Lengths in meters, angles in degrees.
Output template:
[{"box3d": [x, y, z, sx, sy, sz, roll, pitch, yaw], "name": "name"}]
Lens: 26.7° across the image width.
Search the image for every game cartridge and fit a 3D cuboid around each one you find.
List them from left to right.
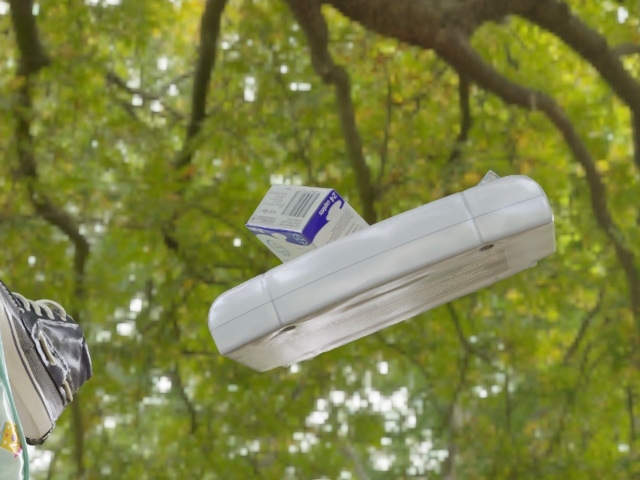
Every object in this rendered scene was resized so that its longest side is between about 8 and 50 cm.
[{"box3d": [0.056, 0.031, 1.149, 0.294, 0.060, 0.196, -22, -11, 5], "name": "game cartridge"}]

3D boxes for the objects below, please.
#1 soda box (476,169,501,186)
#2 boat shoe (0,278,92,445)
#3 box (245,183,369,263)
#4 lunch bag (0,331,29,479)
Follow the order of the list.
[{"box3d": [0.194, -0.027, 1.591, 0.058, 0.183, 0.063, 38, -71, 1], "name": "soda box"}, {"box3d": [-0.436, 0.116, 1.909, 0.127, 0.158, 0.340, 7, -51, 28], "name": "boat shoe"}, {"box3d": [0.000, 0.000, 1.668, 0.137, 0.072, 0.126, 44, -20, -30], "name": "box"}, {"box3d": [-0.375, 0.140, 1.188, 0.108, 0.279, 0.224, -3, 8, 43], "name": "lunch bag"}]
